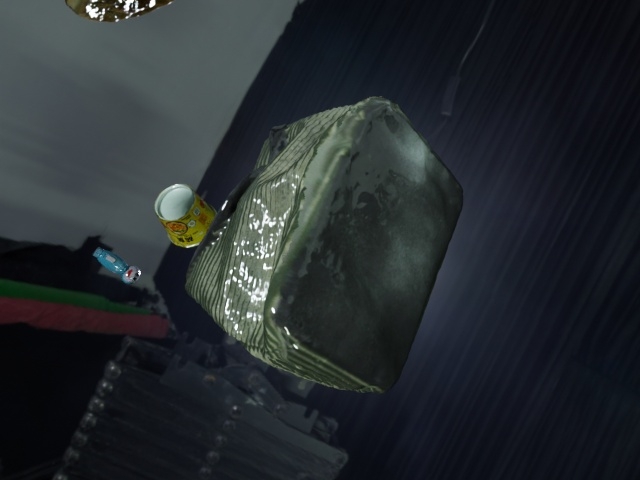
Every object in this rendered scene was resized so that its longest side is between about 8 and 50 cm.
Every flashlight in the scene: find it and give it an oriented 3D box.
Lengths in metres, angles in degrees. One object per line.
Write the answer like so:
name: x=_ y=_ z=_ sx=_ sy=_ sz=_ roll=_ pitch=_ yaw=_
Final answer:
flashlight: x=-0.530 y=0.066 z=1.180 sx=0.129 sy=0.051 sz=0.051 roll=40 pitch=178 yaw=-25

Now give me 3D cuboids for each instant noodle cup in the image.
instant noodle cup: x=-0.447 y=-0.089 z=1.485 sx=0.182 sy=0.182 sz=0.144 roll=28 pitch=160 yaw=24

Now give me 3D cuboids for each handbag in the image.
handbag: x=0.000 y=0.000 z=0.585 sx=0.240 sy=0.340 sz=0.247 roll=2 pitch=150 yaw=49

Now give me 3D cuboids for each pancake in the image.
pancake: x=-0.575 y=-0.742 z=1.362 sx=0.356 sy=0.356 sz=0.065 roll=-134 pitch=22 yaw=-79
